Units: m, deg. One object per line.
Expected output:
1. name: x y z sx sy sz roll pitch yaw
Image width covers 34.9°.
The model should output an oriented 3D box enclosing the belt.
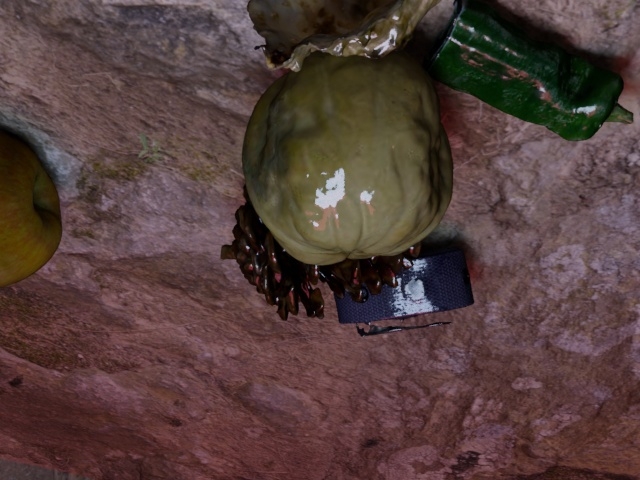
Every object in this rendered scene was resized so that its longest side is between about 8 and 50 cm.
1. belt: 0.134 0.086 1.669 0.230 0.126 0.139 -11 179 23

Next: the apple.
1. apple: -0.531 -0.049 1.591 0.264 0.264 0.264 7 146 5

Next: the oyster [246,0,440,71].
1. oyster: 0.072 -0.309 1.148 0.337 0.197 0.133 -24 159 21

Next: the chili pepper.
1. chili pepper: 0.270 -0.203 1.279 0.270 0.099 0.136 20 136 -7

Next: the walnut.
1. walnut: 0.037 -0.106 1.303 0.253 0.277 0.282 -2 159 18

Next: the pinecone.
1. pinecone: 0.000 0.000 1.529 0.309 0.244 0.244 -9 145 -2
